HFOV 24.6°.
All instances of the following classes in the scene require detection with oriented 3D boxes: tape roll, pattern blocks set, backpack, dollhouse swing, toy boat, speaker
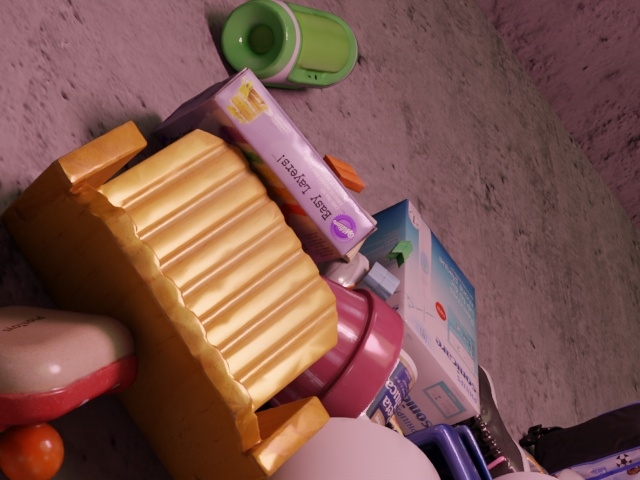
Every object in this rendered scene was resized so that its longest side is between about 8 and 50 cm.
[{"bbox_3d":[0.017,0.328,1.522,0.246,0.246,0.169,56,12,-19],"label":"tape roll"},{"bbox_3d":[-0.005,-0.058,2.066,0.325,0.026,0.285,35,30,-10],"label":"pattern blocks set"},{"bbox_3d":[0.532,0.432,2.615,0.263,0.276,0.213,50,29,-46],"label":"backpack"},{"bbox_3d":[-0.091,0.029,1.503,0.305,0.315,0.347,-34,93,-28],"label":"dollhouse swing"},{"bbox_3d":[-0.259,0.145,1.318,0.231,0.151,0.151,-24,118,-68],"label":"toy boat"},{"bbox_3d":[-0.042,-0.303,2.287,0.131,0.131,0.296,67,22,7],"label":"speaker"}]

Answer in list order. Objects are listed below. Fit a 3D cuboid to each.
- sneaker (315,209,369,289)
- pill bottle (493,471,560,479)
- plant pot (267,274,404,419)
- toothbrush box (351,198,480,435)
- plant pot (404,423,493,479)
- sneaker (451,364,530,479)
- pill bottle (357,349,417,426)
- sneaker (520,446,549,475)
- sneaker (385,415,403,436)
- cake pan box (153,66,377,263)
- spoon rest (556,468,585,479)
[{"bbox_3d":[0.000,0.000,2.111,0.121,0.099,0.262,46,20,-18],"label":"sneaker"},{"bbox_3d":[0.284,0.497,2.018,0.210,0.210,0.363,54,24,-23],"label":"pill bottle"},{"bbox_3d":[-0.029,0.117,1.785,0.180,0.201,0.201,37,30,-20],"label":"plant pot"},{"bbox_3d":[0.133,0.117,2.216,0.216,0.126,0.295,52,26,-28],"label":"toothbrush box"},{"bbox_3d":[0.111,0.359,1.770,0.236,0.236,0.212,66,15,7],"label":"plant pot"},{"bbox_3d":[0.230,0.294,2.282,0.147,0.104,0.296,37,28,-45],"label":"sneaker"},{"bbox_3d":[0.046,0.211,1.885,0.094,0.094,0.169,54,54,-23],"label":"pill bottle"},{"bbox_3d":[0.340,0.397,2.442,0.083,0.084,0.215,-92,159,-44],"label":"sneaker"},{"bbox_3d":[0.077,0.252,1.999,0.094,0.081,0.208,7,59,-67],"label":"sneaker"},{"bbox_3d":[-0.077,-0.078,1.800,0.246,0.070,0.267,53,-21,-11],"label":"cake pan box"},{"bbox_3d":[0.414,0.515,2.417,0.137,0.084,0.276,21,62,-58],"label":"spoon rest"}]
